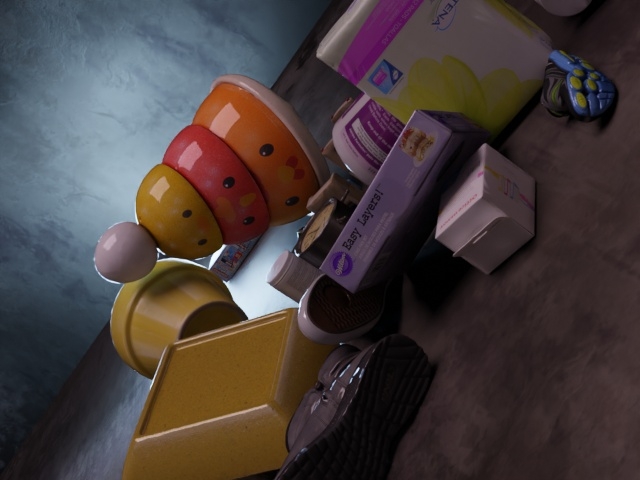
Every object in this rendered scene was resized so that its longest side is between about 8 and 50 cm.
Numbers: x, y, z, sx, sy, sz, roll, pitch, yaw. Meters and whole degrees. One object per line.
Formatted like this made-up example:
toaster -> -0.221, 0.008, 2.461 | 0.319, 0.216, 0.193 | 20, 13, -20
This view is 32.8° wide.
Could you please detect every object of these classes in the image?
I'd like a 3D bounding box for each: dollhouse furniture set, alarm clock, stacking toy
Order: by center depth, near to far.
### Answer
alarm clock -> 0.000, 0.000, 2.030 | 0.192, 0.064, 0.129 | -46, 18, 27
dollhouse furniture set -> 0.043, -0.149, 2.081 | 0.183, 0.129, 0.129 | -45, 18, 35
stacking toy -> -0.244, -0.071, 2.175 | 0.480, 0.350, 0.350 | -41, 10, -20

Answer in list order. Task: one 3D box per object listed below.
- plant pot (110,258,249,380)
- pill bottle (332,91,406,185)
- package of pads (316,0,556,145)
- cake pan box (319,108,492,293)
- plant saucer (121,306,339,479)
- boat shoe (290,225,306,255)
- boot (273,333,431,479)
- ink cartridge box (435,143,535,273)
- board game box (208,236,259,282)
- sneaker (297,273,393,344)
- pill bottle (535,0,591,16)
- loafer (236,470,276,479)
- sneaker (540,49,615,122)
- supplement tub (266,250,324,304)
plant pot -> -0.258, 0.177, 2.167 | 0.239, 0.254, 0.254 | 15, 71, 57
pill bottle -> 0.169, -0.231, 1.792 | 0.301, 0.169, 0.169 | -46, 18, 34
package of pads -> 0.179, -0.281, 1.613 | 0.229, 0.296, 0.101 | -49, 10, 23
cake pan box -> 0.123, -0.054, 1.512 | 0.267, 0.070, 0.246 | -60, -17, 17
plant saucer -> -0.144, 0.229, 1.673 | 0.333, 0.081, 0.333 | -17, 29, 17
boat shoe -> -0.022, -0.007, 2.137 | 0.056, 0.049, 0.152 | -31, 29, 58
boot -> 0.004, 0.274, 1.400 | 0.338, 0.118, 0.223 | -50, 9, -23
ink cartridge box -> 0.212, -0.035, 1.394 | 0.092, 0.090, 0.143 | -46, 18, 35
board game box -> -0.211, 0.005, 2.681 | 0.194, 0.060, 0.194 | -57, 15, -7
sneaker -> 0.032, 0.105, 1.601 | 0.123, 0.106, 0.290 | -56, -8, 28
pill bottle -> 0.368, -0.416, 1.665 | 0.112, 0.112, 0.186 | -47, 17, 30
loafer -> -0.139, 0.322, 1.715 | 0.092, 0.102, 0.268 | -48, 17, 8
sneaker -> 0.333, -0.191, 1.428 | 0.188, 0.067, 0.078 | -96, 21, -65
supplement tub -> -0.032, 0.073, 1.893 | 0.071, 0.107, 0.071 | -50, 16, 20
